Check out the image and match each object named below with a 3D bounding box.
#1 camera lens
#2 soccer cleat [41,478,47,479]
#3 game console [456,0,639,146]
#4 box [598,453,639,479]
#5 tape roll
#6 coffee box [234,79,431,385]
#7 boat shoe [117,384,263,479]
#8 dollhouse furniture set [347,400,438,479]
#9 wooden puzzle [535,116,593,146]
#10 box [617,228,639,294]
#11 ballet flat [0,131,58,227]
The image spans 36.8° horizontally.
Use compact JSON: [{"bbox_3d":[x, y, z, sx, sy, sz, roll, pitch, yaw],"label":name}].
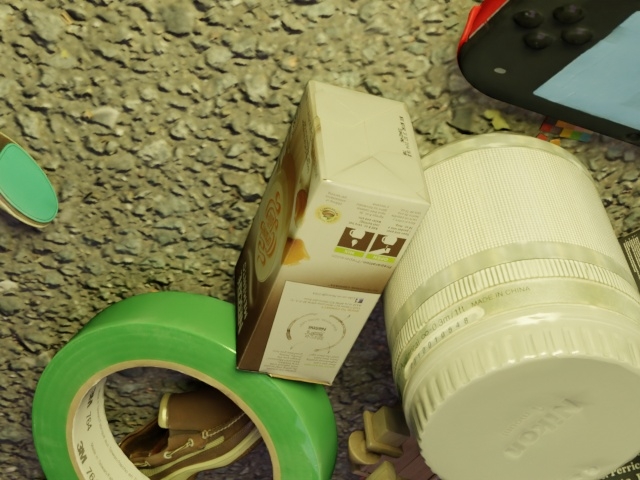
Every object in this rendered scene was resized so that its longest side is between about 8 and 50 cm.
[{"bbox_3d":[0.165,0.056,0.855,0.220,0.274,0.219,-2,134,-3],"label":"camera lens"},{"bbox_3d":[-0.333,0.336,1.219,0.060,0.072,0.179,33,123,-31],"label":"soccer cleat"},{"bbox_3d":[0.330,-0.146,0.708,0.387,0.060,0.342,14,164,-16],"label":"game console"},{"bbox_3d":[0.478,0.375,1.057,0.298,0.471,0.480,-19,133,15],"label":"box"},{"bbox_3d":[-0.144,0.212,1.022,0.322,0.077,0.321,6,114,13],"label":"tape roll"},{"bbox_3d":[0.000,0.000,0.879,0.098,0.141,0.246,11,131,-16],"label":"coffee box"},{"bbox_3d":[-0.145,0.213,1.107,0.095,0.095,0.257,35,122,-25],"label":"boat shoe"},{"bbox_3d":[0.154,0.354,1.088,0.303,0.355,0.174,21,129,-24],"label":"dollhouse furniture set"},{"bbox_3d":[0.234,-0.115,0.883,0.049,0.006,0.083,10,132,-14],"label":"wooden puzzle"},{"bbox_3d":[0.410,0.074,0.875,0.243,0.307,0.076,-30,125,21],"label":"box"},{"bbox_3d":[-0.300,-0.074,0.850,0.052,0.057,0.168,-3,138,38],"label":"ballet flat"}]
